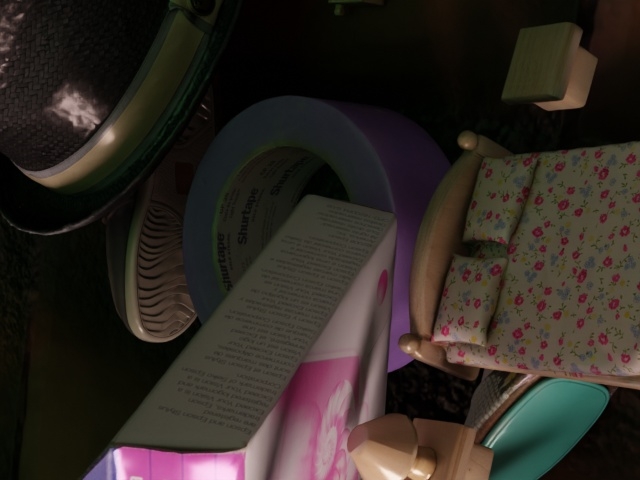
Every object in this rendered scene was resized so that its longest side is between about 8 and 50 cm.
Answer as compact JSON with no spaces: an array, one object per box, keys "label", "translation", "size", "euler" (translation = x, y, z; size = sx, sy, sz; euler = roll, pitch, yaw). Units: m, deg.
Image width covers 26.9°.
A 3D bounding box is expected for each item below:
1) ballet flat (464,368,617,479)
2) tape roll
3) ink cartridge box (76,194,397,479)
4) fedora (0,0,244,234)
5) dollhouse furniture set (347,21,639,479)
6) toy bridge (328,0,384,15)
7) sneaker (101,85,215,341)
[{"label":"ballet flat","translation":[0.146,0.060,0.784],"size":[0.221,0.077,0.079],"euler":[-51,41,22]},{"label":"tape roll","translation":[0.000,0.000,0.896],"size":[0.189,0.080,0.189],"euler":[-1,89,40]},{"label":"ink cartridge box","translation":[-0.040,0.189,0.716],"size":[0.071,0.330,0.324],"euler":[11,121,15]},{"label":"fedora","translation":[-0.193,-0.179,0.957],"size":[0.334,0.152,0.334],"euler":[-25,52,38]},{"label":"dollhouse furniture set","translation":[0.121,0.021,0.626],"size":[0.303,0.174,0.355],"euler":[0,70,53]},{"label":"toy bridge","translation":[0.018,-0.248,0.915],"size":[0.063,0.026,0.188],"euler":[7,95,43]},{"label":"sneaker","translation":[-0.141,-0.030,1.024],"size":[0.118,0.083,0.222],"euler":[-8,75,45]}]
